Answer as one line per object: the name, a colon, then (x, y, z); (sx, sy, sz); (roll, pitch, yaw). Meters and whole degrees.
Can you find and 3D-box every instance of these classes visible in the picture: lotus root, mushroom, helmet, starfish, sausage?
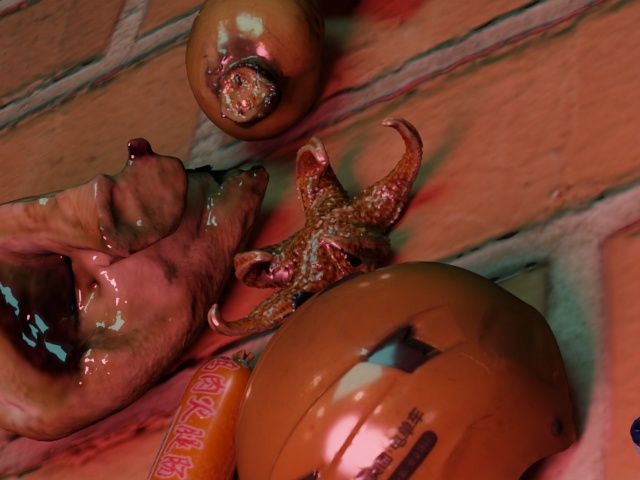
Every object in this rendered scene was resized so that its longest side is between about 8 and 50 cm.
lotus root: (-0.053, -0.151, 1.501); (0.118, 0.125, 0.221); (-7, 34, 9)
mushroom: (-0.158, 0.032, 1.392); (0.217, 0.212, 0.292); (-8, -14, -46)
helmet: (0.030, 0.098, 1.083); (0.224, 0.130, 0.198); (-40, 27, 3)
starfish: (-0.001, 0.000, 1.294); (0.146, 0.074, 0.190); (1, 50, 50)
sausage: (-0.103, 0.202, 1.166); (0.053, 0.053, 0.348); (-15, 39, 36)

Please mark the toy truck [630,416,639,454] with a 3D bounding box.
toy truck: (0.210, 0.090, 0.974); (0.073, 0.056, 0.090); (-22, 21, 41)
